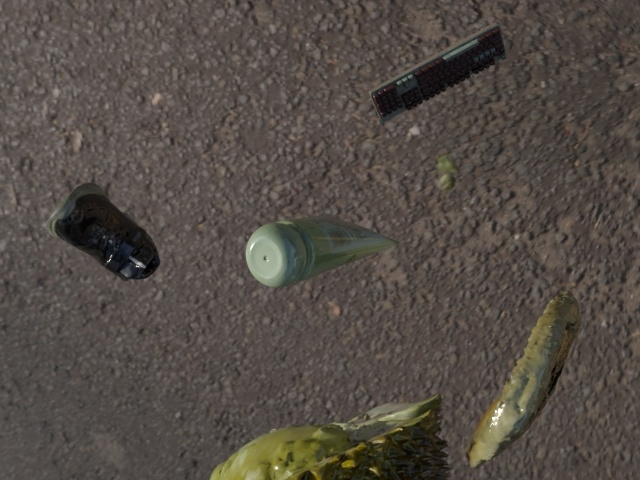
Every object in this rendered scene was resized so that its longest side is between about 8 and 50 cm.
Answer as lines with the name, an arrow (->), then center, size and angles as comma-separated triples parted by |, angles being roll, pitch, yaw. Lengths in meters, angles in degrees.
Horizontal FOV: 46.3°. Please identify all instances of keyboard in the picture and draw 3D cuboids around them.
keyboard -> 0.138, -0.191, 0.866 | 0.166, 0.055, 0.017 | -28, 54, 4

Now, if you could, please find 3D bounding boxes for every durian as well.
durian -> 0.000, 0.148, 0.408 | 0.146, 0.208, 0.102 | -20, 79, -6

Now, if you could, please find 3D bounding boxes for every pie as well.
pie -> 0.352, 0.242, 1.256 | 0.077, 0.339, 0.339 | 32, 113, 23

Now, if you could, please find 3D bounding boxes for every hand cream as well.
hand cream -> 0.000, 0.000, 1.165 | 0.147, 0.306, 0.093 | 21, 110, 26

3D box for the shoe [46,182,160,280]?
shoe -> -0.221, 0.004, 0.815 | 0.099, 0.169, 0.071 | 38, 84, 21
